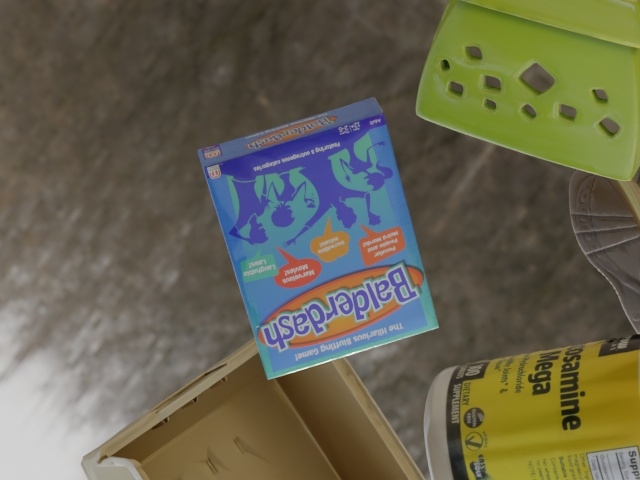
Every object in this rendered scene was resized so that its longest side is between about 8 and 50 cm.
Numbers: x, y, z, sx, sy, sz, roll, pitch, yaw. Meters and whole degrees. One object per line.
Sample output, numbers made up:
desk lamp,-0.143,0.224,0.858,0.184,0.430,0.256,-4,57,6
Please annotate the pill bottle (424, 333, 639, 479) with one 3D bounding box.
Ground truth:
pill bottle,0.290,0.197,1.948,0.188,0.334,0.188,-12,-90,-69

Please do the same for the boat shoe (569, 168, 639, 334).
boat shoe,0.391,0.010,2.307,0.104,0.089,0.285,0,127,46

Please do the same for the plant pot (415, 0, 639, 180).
plant pot,0.231,-0.226,1.789,0.228,0.227,0.207,17,145,13

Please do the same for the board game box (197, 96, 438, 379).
board game box,0.000,0.000,1.631,0.047,0.160,0.210,-113,6,-66

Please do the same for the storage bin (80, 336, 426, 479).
storage bin,-0.054,0.249,1.845,0.260,0.262,0.123,57,145,-2
